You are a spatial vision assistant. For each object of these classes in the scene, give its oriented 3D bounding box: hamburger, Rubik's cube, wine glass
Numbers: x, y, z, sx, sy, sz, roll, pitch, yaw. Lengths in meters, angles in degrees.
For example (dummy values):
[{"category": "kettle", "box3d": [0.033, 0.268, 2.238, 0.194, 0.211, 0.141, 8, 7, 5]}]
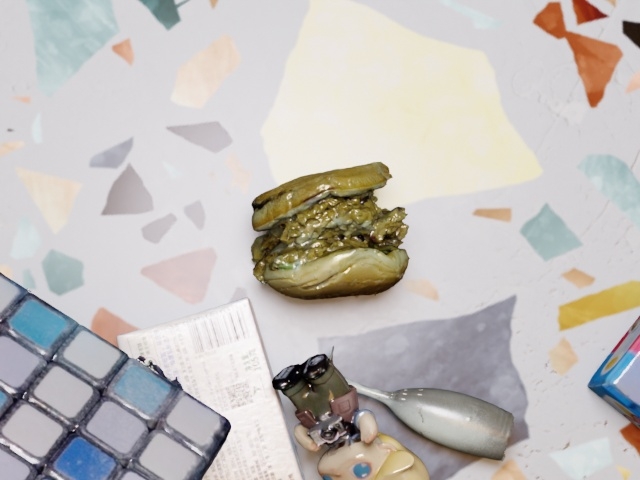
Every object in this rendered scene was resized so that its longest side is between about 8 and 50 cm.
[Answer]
[{"category": "hamburger", "box3d": [0.000, 0.000, 1.712, 0.185, 0.159, 0.131, -10, 96, 39]}, {"category": "Rubik's cube", "box3d": [-0.296, 0.251, 1.542, 0.292, 0.287, 0.293, 30, 41, 0]}, {"category": "wine glass", "box3d": [0.096, 0.165, 1.737, 0.198, 0.066, 0.066, 18, 83, -1]}]

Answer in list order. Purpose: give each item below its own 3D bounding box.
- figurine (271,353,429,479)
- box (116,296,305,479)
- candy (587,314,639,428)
[{"category": "figurine", "box3d": [0.029, 0.202, 1.679, 0.114, 0.108, 0.196, -25, 111, 11]}, {"category": "box", "box3d": [-0.108, 0.169, 1.719, 0.139, 0.073, 0.194, -17, 85, -5]}, {"category": "candy", "box3d": [0.427, 0.078, 1.747, 0.157, 0.100, 0.306, 39, 82, 0]}]
